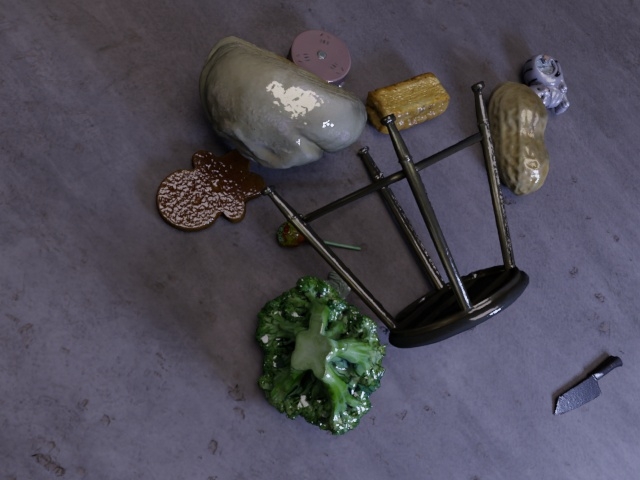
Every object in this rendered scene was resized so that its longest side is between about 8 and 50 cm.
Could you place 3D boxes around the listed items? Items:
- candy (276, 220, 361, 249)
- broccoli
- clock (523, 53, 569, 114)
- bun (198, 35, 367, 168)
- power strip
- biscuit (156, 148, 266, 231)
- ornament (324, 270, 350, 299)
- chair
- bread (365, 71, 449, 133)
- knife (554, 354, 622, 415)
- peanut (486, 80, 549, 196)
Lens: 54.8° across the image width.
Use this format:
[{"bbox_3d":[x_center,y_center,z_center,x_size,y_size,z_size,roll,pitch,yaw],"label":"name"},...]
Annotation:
[{"bbox_3d":[0.000,0.000,1.359,0.201,0.060,0.060,13,67,-22],"label":"candy"},{"bbox_3d":[-0.004,0.221,1.173,0.265,0.245,0.294,-24,65,-1],"label":"broccoli"},{"bbox_3d":[0.592,-0.425,1.678,0.117,0.080,0.176,-5,74,-18],"label":"clock"},{"bbox_3d":[-0.088,-0.268,1.302,0.365,0.365,0.219,23,109,-8],"label":"bun"},{"bbox_3d":[-0.005,-0.426,1.493,0.154,0.078,0.154,6,68,-15],"label":"power strip"},{"bbox_3d":[-0.238,-0.107,1.326,0.236,0.039,0.179,-27,83,-23],"label":"biscuit"},{"bbox_3d":[0.036,0.099,1.336,0.092,0.041,0.068,-36,90,-35],"label":"ornament"},{"bbox_3d":[0.194,-0.030,1.252,0.365,0.362,0.410,-30,94,-45],"label":"chair"},{"bbox_3d":[0.213,-0.337,1.525,0.211,0.083,0.113,-21,73,-23],"label":"bread"},{"bbox_3d":[0.625,0.345,1.441,0.231,0.028,0.060,-26,92,-22],"label":"knife"},{"bbox_3d":[0.501,-0.263,1.557,0.152,0.152,0.312,8,71,-14],"label":"peanut"}]
